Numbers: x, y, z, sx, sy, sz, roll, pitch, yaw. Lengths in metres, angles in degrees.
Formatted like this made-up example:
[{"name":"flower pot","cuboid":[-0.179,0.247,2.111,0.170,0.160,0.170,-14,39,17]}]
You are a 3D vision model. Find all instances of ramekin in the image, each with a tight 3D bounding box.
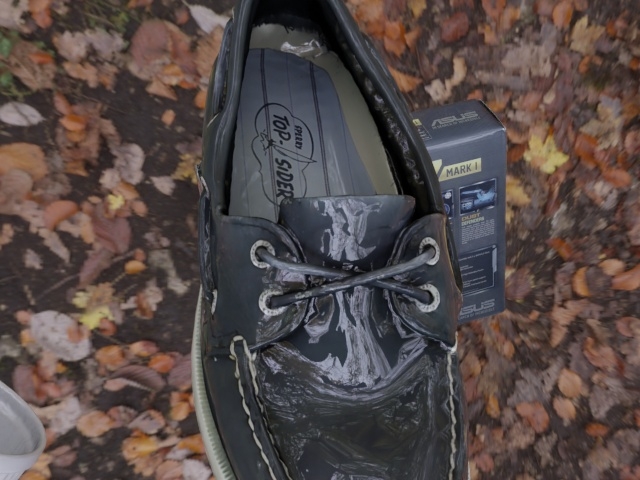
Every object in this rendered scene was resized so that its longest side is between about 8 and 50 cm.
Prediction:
[{"name":"ramekin","cuboid":[-0.399,0.201,1.009,0.207,0.207,0.109,35,93,10]}]

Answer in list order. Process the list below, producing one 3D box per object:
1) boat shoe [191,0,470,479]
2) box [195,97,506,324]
[{"name":"boat shoe","cuboid":[0.004,-0.001,0.463,0.127,0.113,0.340,1,54,-7]},{"name":"box","cuboid":[0.031,0.001,0.782,0.233,0.059,0.183,-15,127,-9]}]
